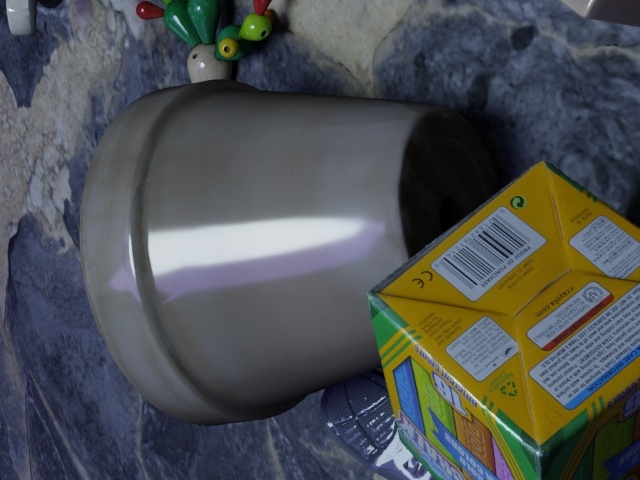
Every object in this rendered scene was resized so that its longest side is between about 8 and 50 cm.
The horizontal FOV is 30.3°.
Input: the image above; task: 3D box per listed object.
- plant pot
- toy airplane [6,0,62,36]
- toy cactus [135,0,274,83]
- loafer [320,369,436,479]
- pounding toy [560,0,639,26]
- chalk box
[{"bbox_3d":[0.000,0.000,1.046,0.280,0.323,0.323,-7,96,34],"label":"plant pot"},{"bbox_3d":[-0.321,-0.425,1.317,0.272,0.384,0.386,-15,100,9],"label":"toy airplane"},{"bbox_3d":[-0.126,-0.223,1.268,0.219,0.112,0.180,21,128,34],"label":"toy cactus"},{"bbox_3d":[0.129,0.227,1.117,0.302,0.095,0.109,42,101,29],"label":"loafer"},{"bbox_3d":[0.205,-0.289,0.848,0.181,0.094,0.206,48,125,37],"label":"pounding toy"},{"bbox_3d":[0.172,0.121,0.902,0.179,0.180,0.289,43,162,34],"label":"chalk box"}]
